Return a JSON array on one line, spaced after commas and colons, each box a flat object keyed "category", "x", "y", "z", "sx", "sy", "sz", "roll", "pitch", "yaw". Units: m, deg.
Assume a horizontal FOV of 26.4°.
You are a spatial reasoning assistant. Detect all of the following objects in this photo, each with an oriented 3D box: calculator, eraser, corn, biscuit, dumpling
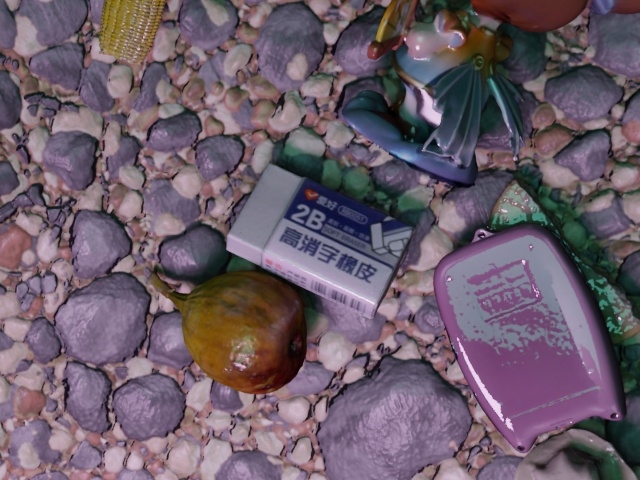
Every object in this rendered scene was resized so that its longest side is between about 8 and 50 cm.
[{"category": "calculator", "x": 0.258, "y": 0.119, "z": 1.711, "sx": 0.194, "sy": 0.043, "sz": 0.294, "roll": -23, "pitch": 95, "yaw": 20}, {"category": "eraser", "x": 0.000, "y": 0.000, "z": 1.740, "sx": 0.210, "sy": 0.068, "sz": 0.124, "roll": 25, "pitch": 68, "yaw": 7}, {"category": "corn", "x": -0.242, "y": -0.313, "z": 1.762, "sx": 0.085, "sy": 0.063, "sz": 0.165, "roll": 16, "pitch": 106, "yaw": 0}, {"category": "biscuit", "x": 0.286, "y": 0.051, "z": 1.727, "sx": 0.133, "sy": 0.032, "sz": 0.250, "roll": -43, "pitch": 90, "yaw": 17}, {"category": "dumpling", "x": 0.332, "y": 0.317, "z": 1.723, "sx": 0.176, "sy": 0.092, "sz": 0.150, "roll": 15, "pitch": 95, "yaw": 55}]

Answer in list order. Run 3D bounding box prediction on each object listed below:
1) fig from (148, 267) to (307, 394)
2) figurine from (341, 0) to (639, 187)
[{"category": "fig", "x": -0.133, "y": 0.095, "z": 1.789, "sx": 0.257, "sy": 0.159, "sz": 0.159, "roll": 28, "pitch": 107, "yaw": 31}, {"category": "figurine", "x": 0.210, "y": -0.254, "z": 1.582, "sx": 0.248, "sy": 0.277, "sz": 0.388, "roll": 38, "pitch": 106, "yaw": 31}]
